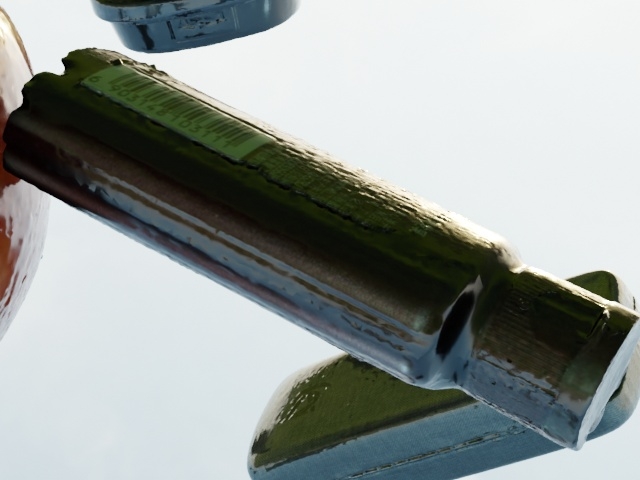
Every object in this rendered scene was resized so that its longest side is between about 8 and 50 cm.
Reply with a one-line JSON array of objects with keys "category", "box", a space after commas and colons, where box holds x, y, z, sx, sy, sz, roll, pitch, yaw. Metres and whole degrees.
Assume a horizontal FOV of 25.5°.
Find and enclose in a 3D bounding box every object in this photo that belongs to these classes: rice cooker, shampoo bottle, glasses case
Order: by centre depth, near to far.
[{"category": "shampoo bottle", "box": [0.000, 0.000, 0.713, 0.323, 0.084, 0.129, 27, -163, 18]}, {"category": "glasses case", "box": [0.091, 0.120, 1.077, 0.323, 0.074, 0.131, -22, -154, 31]}, {"category": "rice cooker", "box": [-0.141, -0.337, 1.510, 0.267, 0.224, 0.267, -8, -151, 5]}]

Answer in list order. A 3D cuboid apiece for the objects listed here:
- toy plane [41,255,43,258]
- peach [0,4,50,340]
[{"category": "toy plane", "box": [-0.374, -0.039, 1.447, 0.160, 0.234, 0.082, -17, -152, 24]}, {"category": "peach", "box": [-0.329, -0.033, 0.810, 0.388, 0.388, 0.388, -1, -145, 1]}]
